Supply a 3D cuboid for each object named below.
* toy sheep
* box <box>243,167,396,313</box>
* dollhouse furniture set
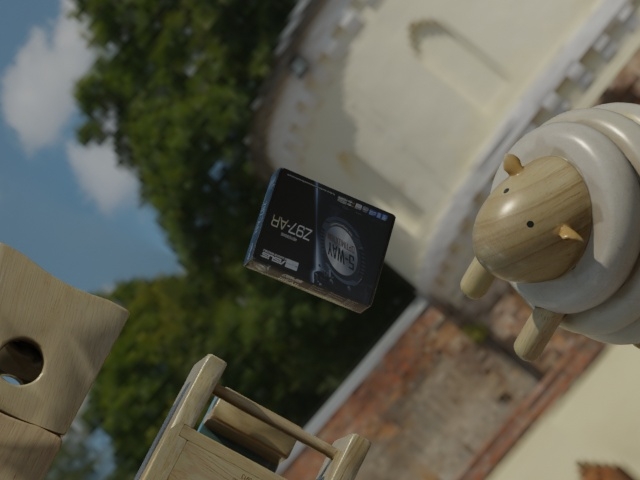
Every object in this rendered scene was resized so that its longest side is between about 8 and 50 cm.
[{"bbox_3d":[0.104,-0.005,0.609,0.132,0.091,0.091,-6,-41,-42],"label":"toy sheep"},{"bbox_3d":[0.000,0.000,1.118,0.018,0.083,0.067,-41,28,62],"label":"box"},{"bbox_3d":[-0.099,0.112,0.807,0.129,0.184,0.129,-63,6,-17],"label":"dollhouse furniture set"}]
